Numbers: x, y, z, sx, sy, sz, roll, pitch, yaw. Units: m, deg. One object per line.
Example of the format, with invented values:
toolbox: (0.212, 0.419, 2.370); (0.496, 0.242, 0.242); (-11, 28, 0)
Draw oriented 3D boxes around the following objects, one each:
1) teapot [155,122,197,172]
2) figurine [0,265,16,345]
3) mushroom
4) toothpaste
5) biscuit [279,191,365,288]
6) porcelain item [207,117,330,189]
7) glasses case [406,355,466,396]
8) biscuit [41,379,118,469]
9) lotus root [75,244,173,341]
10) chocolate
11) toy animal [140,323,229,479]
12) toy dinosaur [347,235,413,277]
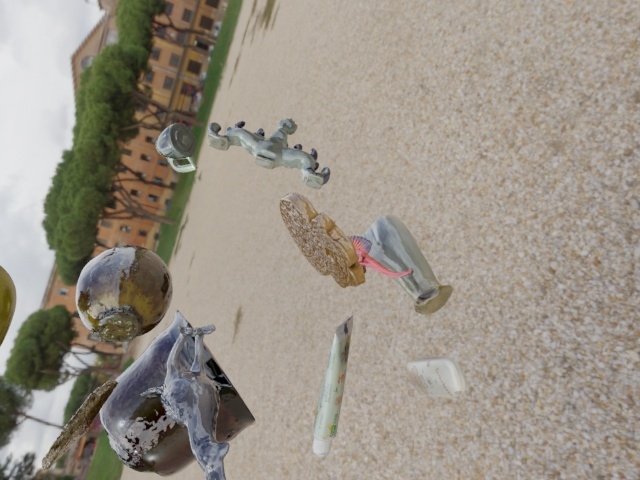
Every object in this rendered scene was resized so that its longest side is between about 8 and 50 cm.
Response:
teapot: (-0.395, -0.246, 1.332); (0.091, 0.092, 0.124); (-11, 88, 33)
figurine: (-0.496, 0.078, 0.602); (0.327, 0.218, 0.169); (-19, 36, 40)
mushroom: (0.224, 0.069, 1.341); (0.328, 0.122, 0.159); (56, 141, 35)
toothpaste: (0.026, 0.305, 1.011); (0.058, 0.056, 0.314); (-128, 44, -66)
biscuit: (0.001, -0.001, 1.016); (0.289, 0.044, 0.202); (27, 145, 56)
porcelain item: (-0.046, -0.107, 0.526); (0.021, 0.136, 0.075); (108, -174, -53)
glasses case: (0.239, 0.285, 1.035); (0.204, 0.051, 0.081); (132, 122, -68)
biscuit: (-0.473, 0.354, 0.978); (0.131, 0.026, 0.237); (-60, 5, -9)
lotus root: (-0.262, 0.064, 0.666); (0.209, 0.120, 0.120); (-130, 57, -66)
chocolate: (-0.406, 0.434, 1.311); (0.331, 0.383, 0.384); (-33, 5, -20)
toy animal: (-0.220, 0.232, 0.803); (0.367, 0.081, 0.205); (13, 96, 55)
toy dinosaur: (0.108, 0.033, 1.259); (0.139, 0.286, 0.070); (-52, -37, -55)
